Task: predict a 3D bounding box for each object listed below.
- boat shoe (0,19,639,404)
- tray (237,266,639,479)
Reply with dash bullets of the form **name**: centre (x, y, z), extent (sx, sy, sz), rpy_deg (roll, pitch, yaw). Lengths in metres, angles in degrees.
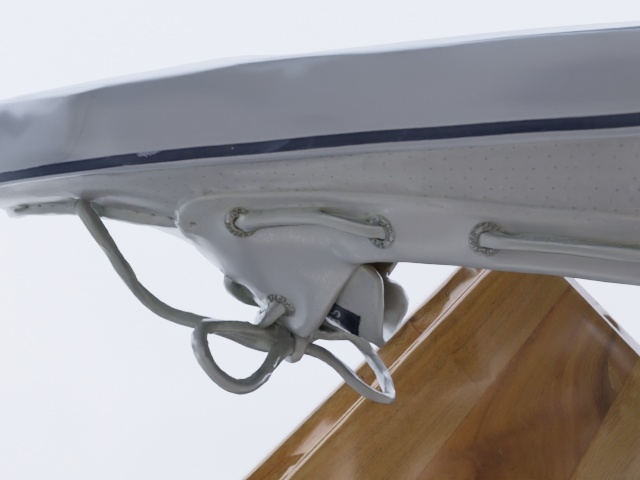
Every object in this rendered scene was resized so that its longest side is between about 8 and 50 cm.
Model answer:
- **boat shoe**: centre (0.004, -0.002, 0.499), extent (0.366, 0.157, 0.136), rpy_deg (-3, 10, 19)
- **tray**: centre (0.093, 0.142, 0.681), extent (0.076, 0.203, 0.411), rpy_deg (-47, -6, 34)
